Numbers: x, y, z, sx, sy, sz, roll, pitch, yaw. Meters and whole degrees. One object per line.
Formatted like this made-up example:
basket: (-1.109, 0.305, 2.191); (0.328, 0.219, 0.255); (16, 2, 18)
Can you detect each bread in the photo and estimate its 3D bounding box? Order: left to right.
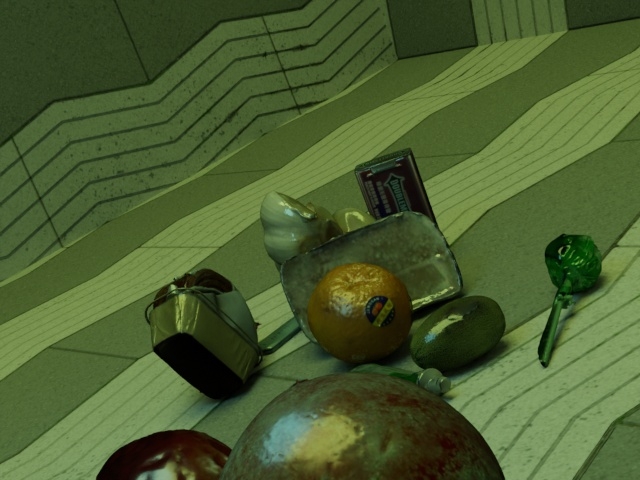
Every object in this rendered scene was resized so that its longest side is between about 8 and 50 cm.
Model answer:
bread: (-0.206, 0.156, 2.237); (0.142, 0.224, 0.212); (-32, 31, 23)

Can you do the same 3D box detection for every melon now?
melon: (0.210, 0.144, 1.968); (0.162, 0.099, 0.099); (-26, 17, -15)

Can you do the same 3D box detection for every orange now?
orange: (0.066, 0.121, 2.115); (0.178, 0.155, 0.177); (-3, 49, 4)

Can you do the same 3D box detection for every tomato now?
tomato: (0.039, 0.294, 1.336); (0.317, 0.316, 0.282); (-27, 32, -18)

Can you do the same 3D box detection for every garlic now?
garlic: (0.000, 0.016, 2.395); (0.281, 0.184, 0.203); (11, 16, -27)

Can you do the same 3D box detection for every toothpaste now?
toothpaste: (0.114, 0.214, 1.969); (0.078, 0.046, 0.248); (-26, 13, -33)

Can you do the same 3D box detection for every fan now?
fan: (-0.016, 0.139, 2.418); (0.282, 0.023, 0.057); (-34, 19, -34)

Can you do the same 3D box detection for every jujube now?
jujube: (-0.194, 0.349, 1.664); (0.223, 0.223, 0.318); (-26, 9, -14)

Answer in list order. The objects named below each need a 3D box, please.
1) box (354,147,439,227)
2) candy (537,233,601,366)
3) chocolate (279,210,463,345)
box: (0.155, -0.054, 2.453); (0.120, 0.224, 0.069); (-20, 12, 11)
candy: (0.374, 0.097, 1.986); (0.097, 0.097, 0.323); (-12, 27, 30)
chocolate: (0.086, 0.073, 2.263); (0.303, 0.185, 0.100); (-22, -11, -12)
